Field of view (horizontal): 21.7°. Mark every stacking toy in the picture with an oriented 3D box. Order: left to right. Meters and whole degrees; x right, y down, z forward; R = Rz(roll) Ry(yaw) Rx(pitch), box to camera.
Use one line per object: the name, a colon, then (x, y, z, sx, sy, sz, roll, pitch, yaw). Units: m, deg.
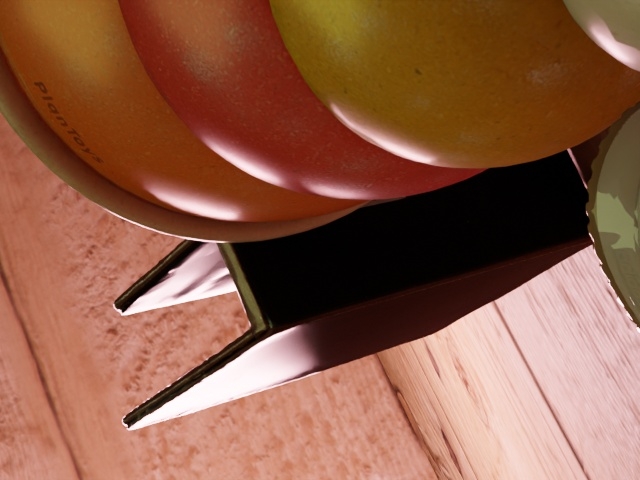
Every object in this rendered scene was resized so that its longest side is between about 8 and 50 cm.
stacking toy: (0.062, -0.134, 0.750, 0.480, 0.351, 0.350, 21, 137, 58)

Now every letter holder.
letter holder: (0.000, 0.000, 1.138, 0.214, 0.302, 0.152, -38, 71, 48)

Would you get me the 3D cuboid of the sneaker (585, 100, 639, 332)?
sneaker: (0.223, 0.059, 0.606, 0.153, 0.099, 0.282, 9, 149, 51)
